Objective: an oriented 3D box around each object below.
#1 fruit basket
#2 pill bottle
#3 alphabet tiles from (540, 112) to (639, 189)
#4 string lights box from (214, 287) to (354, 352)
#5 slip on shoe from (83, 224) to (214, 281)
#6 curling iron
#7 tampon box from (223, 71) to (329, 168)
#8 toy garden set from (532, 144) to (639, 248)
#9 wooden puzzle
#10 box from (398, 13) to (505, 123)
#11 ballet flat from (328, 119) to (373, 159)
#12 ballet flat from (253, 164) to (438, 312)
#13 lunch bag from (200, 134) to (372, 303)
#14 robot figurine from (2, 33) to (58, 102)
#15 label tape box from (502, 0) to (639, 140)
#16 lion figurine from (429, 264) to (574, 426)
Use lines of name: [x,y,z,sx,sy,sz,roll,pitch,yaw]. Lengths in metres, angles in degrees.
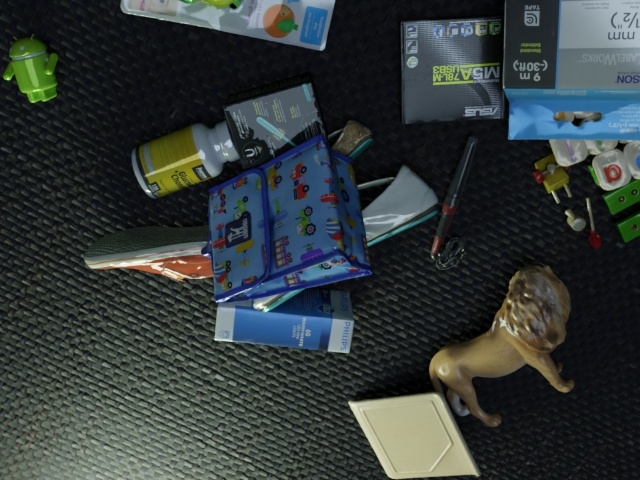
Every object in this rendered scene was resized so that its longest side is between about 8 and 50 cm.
fruit basket: [-0.126,-0.495,1.263,0.352,0.165,0.327,10,111,-9]
pill bottle: [-0.241,-0.152,1.427,0.184,0.103,0.103,-20,111,7]
alphabet tiles: [0.544,-0.246,1.415,0.284,0.021,0.278,-21,90,8]
string lights box: [-0.070,0.145,1.536,0.259,0.133,0.077,7,111,-4]
slip on shoe: [-0.283,0.033,1.499,0.331,0.123,0.101,-3,116,-6]
curling iron: [0.265,-0.071,1.513,0.068,0.035,0.274,4,113,-8]
tampon box: [-0.077,-0.216,1.407,0.161,0.101,0.121,-14,111,5]
toy garden set: [0.536,-0.103,1.503,0.203,0.049,0.244,-29,111,8]
wooden puzzle: [0.199,0.410,1.656,0.238,0.044,0.221,-12,115,36]
box: [0.236,-0.307,1.411,0.190,0.045,0.184,-2,110,0]
ballet flat: [0.008,-0.146,1.468,0.206,0.073,0.067,-42,80,11]
ballet flat: [0.028,-0.014,1.468,0.400,0.139,0.139,-30,110,-5]
lunch bag: [-0.080,-0.020,1.379,0.293,0.138,0.221,-18,67,23]
robot figurine: [-0.504,-0.303,1.378,0.101,0.067,0.115,-2,114,20]
label tape box: [0.435,-0.322,1.301,0.249,0.115,0.348,4,113,18]
lion figurine: [0.347,0.230,1.583,0.392,0.142,0.240,-34,106,14]
